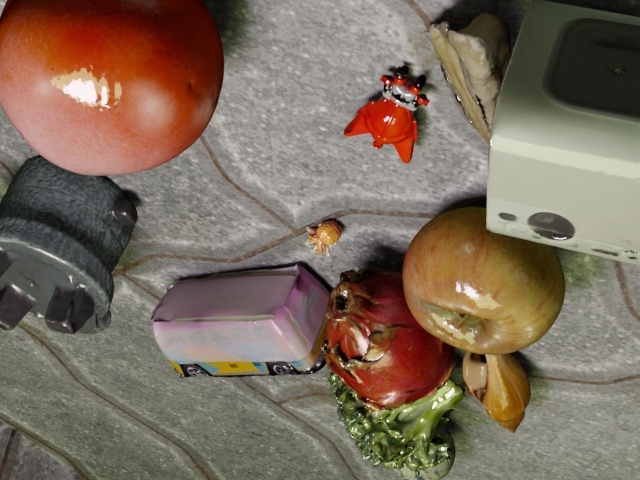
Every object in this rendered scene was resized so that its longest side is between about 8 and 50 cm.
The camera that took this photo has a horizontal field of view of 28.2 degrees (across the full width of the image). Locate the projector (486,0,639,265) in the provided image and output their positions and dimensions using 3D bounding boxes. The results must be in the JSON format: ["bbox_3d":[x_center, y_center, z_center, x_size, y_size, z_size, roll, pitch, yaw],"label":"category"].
[{"bbox_3d":[0.351,-0.130,1.574,0.249,0.248,0.248,13,147,14],"label":"projector"}]

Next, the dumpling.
[{"bbox_3d":[0.212,-0.225,1.671,0.086,0.166,0.332,-28,157,0],"label":"dumpling"}]

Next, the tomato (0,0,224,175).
[{"bbox_3d":[-0.292,-0.234,1.747,0.321,0.321,0.321,16,148,10],"label":"tomato"}]

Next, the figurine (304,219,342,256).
[{"bbox_3d":[0.000,0.000,2.178,0.064,0.047,0.109,51,151,-2],"label":"figurine"}]

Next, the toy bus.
[{"bbox_3d":[-0.152,0.148,2.389,0.386,0.171,0.162,-7,128,39],"label":"toy bus"}]

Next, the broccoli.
[{"bbox_3d":[0.156,0.298,2.404,0.245,0.248,0.288,-32,147,14],"label":"broccoli"}]

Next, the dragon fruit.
[{"bbox_3d":[0.121,0.161,2.167,0.250,0.250,0.315,-2,130,33],"label":"dragon fruit"}]

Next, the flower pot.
[{"bbox_3d":[-0.476,0.038,2.295,0.299,0.283,0.299,15,146,11],"label":"flower pot"}]

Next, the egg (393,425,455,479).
[{"bbox_3d":[0.191,0.415,2.591,0.182,0.141,0.141,40,145,-8],"label":"egg"}]

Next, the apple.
[{"bbox_3d":[0.251,0.059,1.973,0.261,0.194,0.261,17,147,12],"label":"apple"}]

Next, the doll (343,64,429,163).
[{"bbox_3d":[0.104,-0.181,1.828,0.109,0.057,0.169,25,149,-1],"label":"doll"}]

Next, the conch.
[{"bbox_3d":[0.318,0.225,2.295,0.109,0.093,0.330,16,131,43],"label":"conch"}]
